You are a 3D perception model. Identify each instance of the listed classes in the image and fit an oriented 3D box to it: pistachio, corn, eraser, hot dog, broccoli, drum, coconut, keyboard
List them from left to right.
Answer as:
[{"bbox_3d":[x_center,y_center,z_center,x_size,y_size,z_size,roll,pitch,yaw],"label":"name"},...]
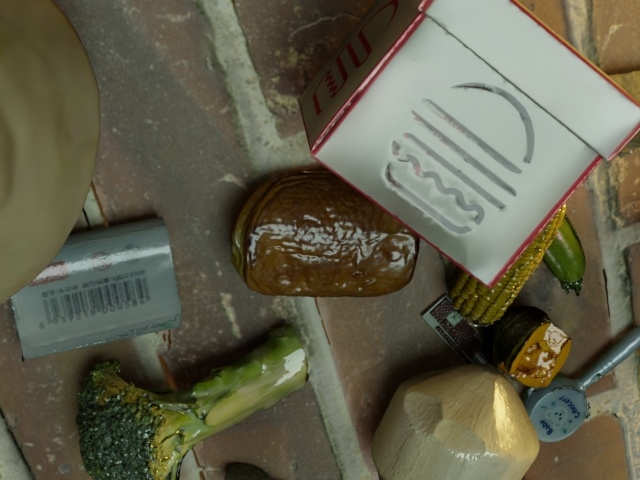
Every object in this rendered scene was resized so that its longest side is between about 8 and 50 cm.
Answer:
[{"bbox_3d":[-0.450,-0.112,1.519,0.365,0.281,0.445,15,106,-21],"label":"pistachio"},{"bbox_3d":[-0.317,0.069,1.773,0.227,0.081,0.174,-12,122,-14],"label":"eraser"},{"bbox_3d":[-0.183,0.233,1.845,0.361,0.221,0.252,-44,128,-6],"label":"broccoli"},{"bbox_3d":[0.000,0.000,1.827,0.272,0.122,0.196,-1,114,-14],"label":"hot dog"},{"bbox_3d":[0.214,0.308,1.990,0.237,0.237,0.266,18,114,-26],"label":"coconut"},{"bbox_3d":[0.224,0.155,2.039,0.055,0.017,0.166,-41,121,4],"label":"keyboard"},{"bbox_3d":[0.271,0.016,1.875,0.115,0.115,0.318,0,144,-19],"label":"corn"},{"bbox_3d":[0.451,0.251,2.146,0.253,0.049,0.130,-28,121,-4],"label":"drum"}]

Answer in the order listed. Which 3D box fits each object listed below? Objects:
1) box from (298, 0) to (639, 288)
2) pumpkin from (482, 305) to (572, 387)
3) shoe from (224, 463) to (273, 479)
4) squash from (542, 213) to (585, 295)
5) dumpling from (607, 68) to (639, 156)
[{"bbox_3d":[0.179,-0.175,1.657,0.314,0.312,0.300,36,103,-14],"label":"box"},{"bbox_3d":[0.314,0.159,2.013,0.119,0.107,0.183,-48,149,1],"label":"pumpkin"},{"bbox_3d":[-0.099,0.425,2.035,0.169,0.071,0.099,31,105,-32],"label":"shoe"},{"bbox_3d":[0.327,-0.034,1.942,0.071,0.080,0.318,-18,129,39],"label":"squash"},{"bbox_3d":[0.483,-0.182,1.911,0.332,0.086,0.166,-14,123,-16],"label":"dumpling"}]
